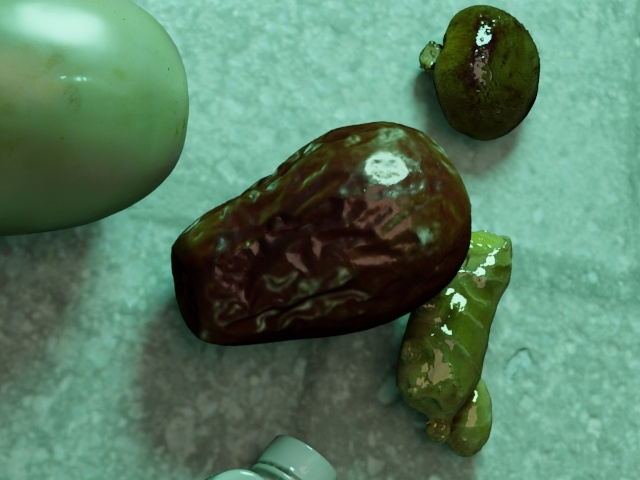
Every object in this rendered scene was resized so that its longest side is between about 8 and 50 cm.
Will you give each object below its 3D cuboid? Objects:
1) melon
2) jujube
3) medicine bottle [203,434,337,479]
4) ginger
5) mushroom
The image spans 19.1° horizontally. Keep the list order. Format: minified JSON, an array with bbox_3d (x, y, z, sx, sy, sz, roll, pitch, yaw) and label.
[{"bbox_3d":[-0.261,-0.114,1.509,0.317,0.223,0.223,1,77,-17],"label":"melon"},{"bbox_3d":[0.000,0.000,1.608,0.255,0.190,0.190,-17,84,-14],"label":"jujube"},{"bbox_3d":[-0.062,0.251,1.582,0.119,0.069,0.183,40,68,-7],"label":"medicine bottle"},{"bbox_3d":[0.110,0.084,1.683,0.115,0.081,0.205,10,76,-22],"label":"ginger"},{"bbox_3d":[0.153,-0.155,1.766,0.127,0.087,0.127,1,89,-41],"label":"mushroom"}]
